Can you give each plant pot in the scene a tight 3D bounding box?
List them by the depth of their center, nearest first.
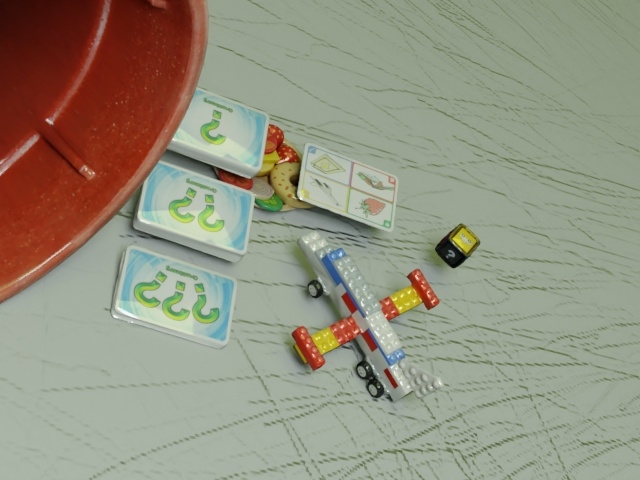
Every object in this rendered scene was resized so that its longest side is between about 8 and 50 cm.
[{"bbox_3d":[-0.247,-0.131,0.681,0.272,0.272,0.265,-22,59,-44],"label":"plant pot"}]

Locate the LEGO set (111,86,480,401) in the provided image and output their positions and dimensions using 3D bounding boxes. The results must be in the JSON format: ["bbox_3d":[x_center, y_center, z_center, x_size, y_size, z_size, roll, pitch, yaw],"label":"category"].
[{"bbox_3d":[0.000,0.000,0.843,0.244,0.060,0.182,20,57,-19],"label":"LEGO set"}]

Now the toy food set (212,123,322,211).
[{"bbox_3d":[-0.040,-0.053,0.906,0.082,0.020,0.083,-4,56,-36],"label":"toy food set"}]
